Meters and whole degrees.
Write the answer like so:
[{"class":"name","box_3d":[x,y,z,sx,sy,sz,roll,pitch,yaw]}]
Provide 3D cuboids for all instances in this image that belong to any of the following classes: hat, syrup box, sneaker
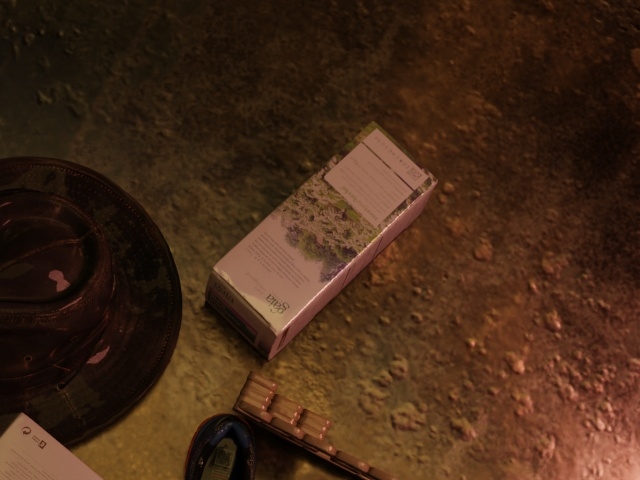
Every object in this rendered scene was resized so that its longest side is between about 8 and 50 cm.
[{"class":"hat","box_3d":[-0.291,0.048,1.344,0.331,0.134,0.331,3,71,-9]},{"class":"syrup box","box_3d":[0.000,0.000,1.427,0.093,0.096,0.237,43,70,9]},{"class":"sneaker","box_3d":[-0.103,0.262,1.324,0.083,0.087,0.221,6,71,-6]}]

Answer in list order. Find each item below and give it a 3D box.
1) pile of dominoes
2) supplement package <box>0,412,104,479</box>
[{"class":"pile of dominoes","box_3d":[0.039,0.194,1.311,0.251,0.196,0.040,27,80,1]},{"class":"supplement package","box_3d":[-0.259,0.287,1.234,0.194,0.149,0.203,42,71,-9]}]
